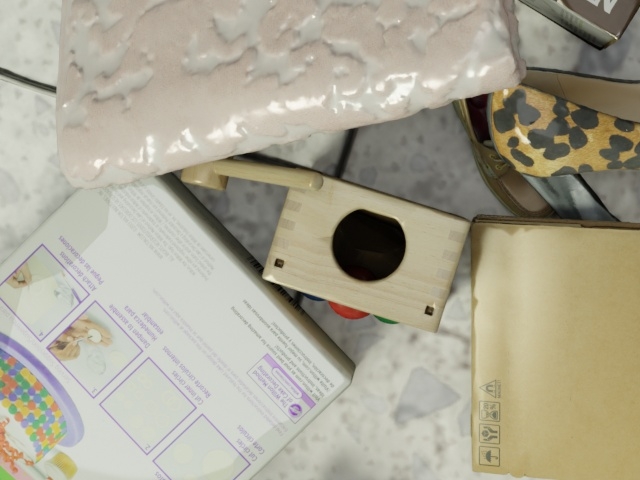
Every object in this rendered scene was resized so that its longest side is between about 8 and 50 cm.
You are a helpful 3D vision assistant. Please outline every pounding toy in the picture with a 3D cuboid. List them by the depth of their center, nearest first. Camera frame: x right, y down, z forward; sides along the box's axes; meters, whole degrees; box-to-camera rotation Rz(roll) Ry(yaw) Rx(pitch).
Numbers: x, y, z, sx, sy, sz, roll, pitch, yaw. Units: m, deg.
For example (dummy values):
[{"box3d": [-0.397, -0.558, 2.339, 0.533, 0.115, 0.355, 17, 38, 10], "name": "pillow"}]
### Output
[{"box3d": [-0.006, -0.001, 0.956, 0.206, 0.181, 0.094, 17, 93, 3], "name": "pounding toy"}]

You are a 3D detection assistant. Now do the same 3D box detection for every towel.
[{"box3d": [-0.038, -0.214, 0.916, 0.331, 0.053, 0.317, -12, 73, 25], "name": "towel"}]

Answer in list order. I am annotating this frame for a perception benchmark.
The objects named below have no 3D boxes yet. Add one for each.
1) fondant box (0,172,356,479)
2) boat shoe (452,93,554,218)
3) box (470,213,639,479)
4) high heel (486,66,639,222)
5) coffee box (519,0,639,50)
[{"box3d": [-0.172, 0.126, 1.014, 0.330, 0.096, 0.238, -43, 89, 3], "name": "fondant box"}, {"box3d": [0.135, -0.074, 1.013, 0.050, 0.045, 0.135, -32, 90, 4], "name": "boat shoe"}, {"box3d": [0.191, 0.083, 0.986, 0.164, 0.021, 0.201, 3, 107, 16], "name": "box"}, {"box3d": [0.251, -0.113, 0.949, 0.261, 0.093, 0.186, -38, 120, 10], "name": "high heel"}, {"box3d": [0.141, -0.261, 0.979, 0.246, 0.098, 0.141, 33, 94, 2], "name": "coffee box"}]
